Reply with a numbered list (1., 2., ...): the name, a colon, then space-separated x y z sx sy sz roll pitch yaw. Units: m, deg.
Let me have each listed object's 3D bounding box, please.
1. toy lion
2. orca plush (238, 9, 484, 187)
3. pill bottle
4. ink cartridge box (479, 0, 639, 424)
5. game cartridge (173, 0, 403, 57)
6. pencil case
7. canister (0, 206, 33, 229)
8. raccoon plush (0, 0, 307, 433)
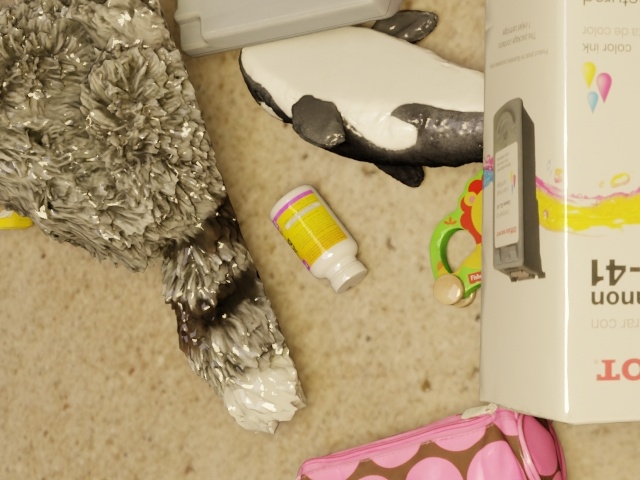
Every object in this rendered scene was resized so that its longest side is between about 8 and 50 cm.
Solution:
1. toy lion: 0.127 -0.007 1.122 0.100 0.034 0.096 -17 76 25
2. orca plush: 0.077 -0.092 1.132 0.287 0.102 0.151 1 46 17
3. pill bottle: 0.000 0.000 1.171 0.043 0.043 0.083 -43 73 19
4. ink cartridge box: 0.227 -0.043 0.963 0.226 0.131 0.306 0 89 -16
5. game cartridge: -0.019 -0.296 1.145 0.198 0.062 0.297 -6 75 21
6. pencil case: 0.076 0.179 1.113 0.209 0.095 0.098 -21 112 23
7. canister: -0.298 -0.099 1.295 0.126 0.073 0.170 6 94 24
8. raccoon plush: -0.223 -0.024 1.118 0.299 0.216 0.446 -22 80 -7
